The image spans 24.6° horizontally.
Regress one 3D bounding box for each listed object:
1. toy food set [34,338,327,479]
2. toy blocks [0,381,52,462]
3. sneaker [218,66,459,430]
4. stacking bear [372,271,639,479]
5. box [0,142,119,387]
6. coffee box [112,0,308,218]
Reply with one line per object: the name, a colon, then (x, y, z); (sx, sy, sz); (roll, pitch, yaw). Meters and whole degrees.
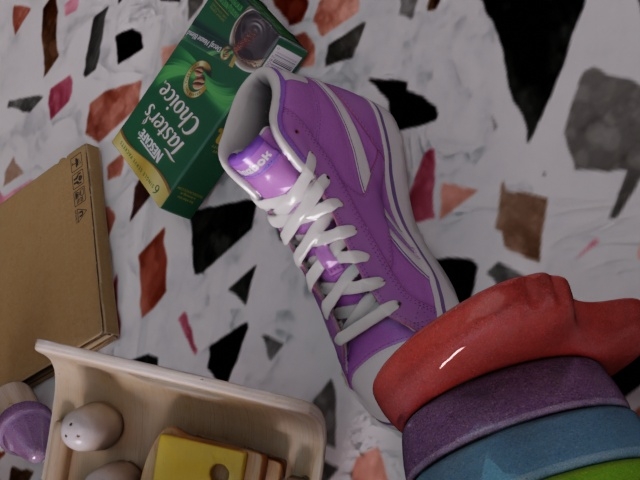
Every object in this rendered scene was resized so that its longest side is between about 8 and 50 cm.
toy food set: (-0.128, 0.239, 1.038); (0.220, 0.092, 0.306); (10, 92, 19)
toy blocks: (-0.353, 0.244, 1.197); (0.309, 0.289, 0.260); (-55, 37, 11)
sneaker: (-0.001, 0.000, 1.042); (0.102, 0.161, 0.282); (-36, 54, 28)
stacking bear: (0.146, 0.189, 0.841); (0.164, 0.175, 0.289); (-33, 62, 29)
box: (-0.258, 0.031, 1.375); (0.164, 0.021, 0.201); (-30, 56, 33)
coffee box: (-0.098, -0.122, 1.263); (0.184, 0.040, 0.113); (-53, 47, 16)
